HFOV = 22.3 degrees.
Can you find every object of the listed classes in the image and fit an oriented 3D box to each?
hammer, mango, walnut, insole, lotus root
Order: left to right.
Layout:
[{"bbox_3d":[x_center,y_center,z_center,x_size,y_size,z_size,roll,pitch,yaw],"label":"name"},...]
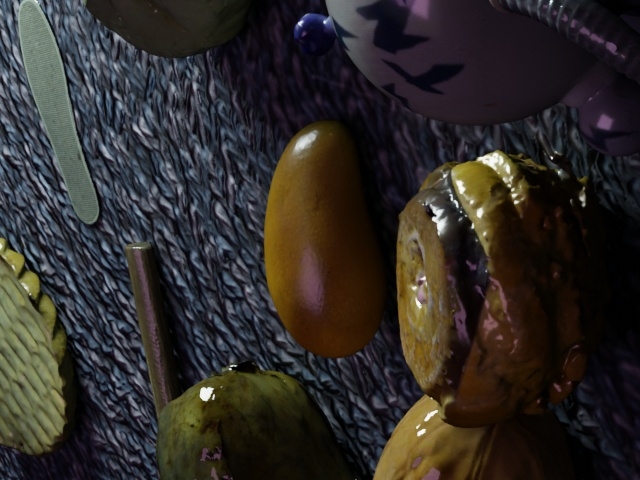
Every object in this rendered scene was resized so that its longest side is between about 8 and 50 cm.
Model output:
[{"bbox_3d":[-0.259,-0.125,1.598,0.080,0.003,0.232,-3,105,54],"label":"insole"},{"bbox_3d":[-0.143,0.178,1.575,0.111,0.043,0.365,9,112,53],"label":"hammer"},{"bbox_3d":[-0.043,0.241,1.365,0.152,0.160,0.274,-34,79,44],"label":"lotus root"},{"bbox_3d":[0.000,0.000,1.248,0.102,0.085,0.184,2,103,52],"label":"mango"},{"bbox_3d":[0.108,0.185,1.156,0.144,0.144,0.180,46,132,29],"label":"walnut"}]

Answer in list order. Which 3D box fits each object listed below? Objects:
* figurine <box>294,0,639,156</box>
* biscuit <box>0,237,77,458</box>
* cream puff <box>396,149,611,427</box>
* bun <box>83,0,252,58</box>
[{"bbox_3d":[0.133,-0.169,0.902,0.382,0.186,0.261,-4,98,58],"label":"figurine"},{"bbox_3d":[-0.323,0.135,1.789,0.187,0.036,0.273,38,134,36],"label":"biscuit"},{"bbox_3d":[0.122,0.026,1.058,0.189,0.130,0.189,175,90,-75],"label":"cream puff"},{"bbox_3d":[-0.131,-0.234,1.276,0.195,0.118,0.195,23,122,43],"label":"bun"}]
